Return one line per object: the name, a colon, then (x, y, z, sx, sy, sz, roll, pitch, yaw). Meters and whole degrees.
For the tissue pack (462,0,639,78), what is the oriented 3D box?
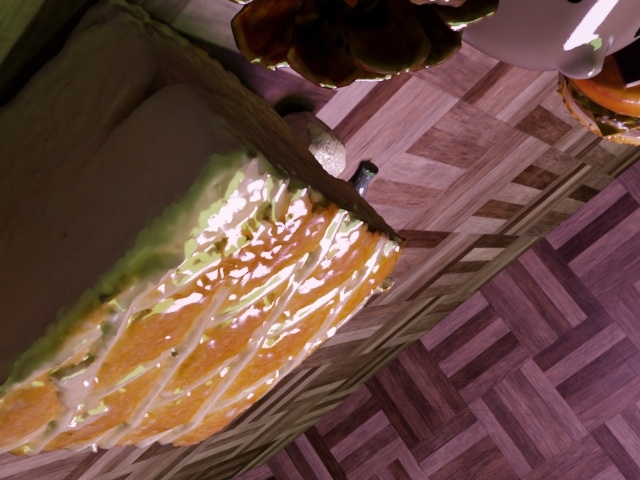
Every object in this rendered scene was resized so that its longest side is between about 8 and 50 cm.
tissue pack: (0.251, -0.339, 0.634, 0.267, 0.277, 0.387, -26, 160, -32)

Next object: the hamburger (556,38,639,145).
hamburger: (0.531, -0.293, 1.205, 0.291, 0.291, 0.225, -35, 157, 1)

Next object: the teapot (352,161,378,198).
teapot: (0.067, -0.090, 1.262, 0.043, 0.043, 0.111, -20, 153, -38)

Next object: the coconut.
coconut: (-0.033, -0.105, 0.965, 0.124, 0.110, 0.110, -46, 159, 13)

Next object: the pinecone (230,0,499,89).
pinecone: (0.037, -0.229, 0.535, 0.244, 0.244, 0.309, -31, -162, -12)

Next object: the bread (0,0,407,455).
bread: (-0.161, 0.013, 0.750, 0.390, 0.279, 0.371, -40, 155, 15)
